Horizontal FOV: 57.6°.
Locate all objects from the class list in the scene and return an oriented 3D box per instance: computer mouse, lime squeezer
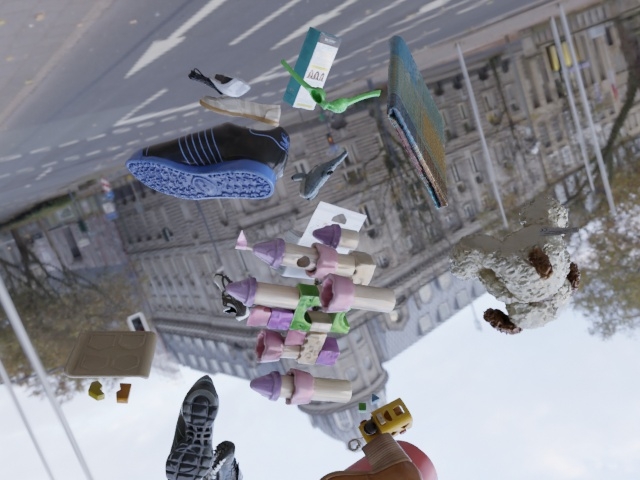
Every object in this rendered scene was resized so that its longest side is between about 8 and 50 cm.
[{"bbox_3d":[-0.250,-0.393,1.476,0.106,0.042,0.193,27,177,-42],"label":"computer mouse"},{"bbox_3d":[0.024,-0.438,1.704,0.311,0.109,0.059,15,180,-11],"label":"lime squeezer"}]

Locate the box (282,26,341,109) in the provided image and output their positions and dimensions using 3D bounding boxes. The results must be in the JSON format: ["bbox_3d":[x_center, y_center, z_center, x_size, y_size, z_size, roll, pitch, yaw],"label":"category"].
[{"bbox_3d":[-0.029,-0.544,1.857,0.101,0.244,0.060,-4,-145,-49],"label":"box"}]

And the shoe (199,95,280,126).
[{"bbox_3d":[-0.213,-0.360,1.561,0.219,0.058,0.076,13,-163,-7],"label":"shoe"}]

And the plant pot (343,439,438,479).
[{"bbox_3d":[0.182,0.685,1.570,0.275,0.274,0.243,-13,-174,34],"label":"plant pot"}]

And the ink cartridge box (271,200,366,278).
[{"bbox_3d":[0.000,0.000,1.732,0.060,0.238,0.275,32,-169,32],"label":"ink cartridge box"}]

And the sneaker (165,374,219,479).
[{"bbox_3d":[-0.281,0.431,1.318,0.101,0.267,0.106,15,-167,-12],"label":"sneaker"}]

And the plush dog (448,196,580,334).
[{"bbox_3d":[0.420,0.077,1.149,0.263,0.225,0.210,-30,-148,1],"label":"plush dog"}]

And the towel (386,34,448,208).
[{"bbox_3d":[0.212,-0.272,1.286,0.040,0.271,0.370,-20,-146,24],"label":"towel"}]

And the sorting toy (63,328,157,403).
[{"bbox_3d":[-0.602,0.358,1.666,0.229,0.041,0.307,5,-154,-10],"label":"sorting toy"}]

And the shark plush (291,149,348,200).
[{"bbox_3d":[0.011,-0.149,1.372,0.161,0.073,0.067,-32,-164,-21],"label":"shark plush"}]

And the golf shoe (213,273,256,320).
[{"bbox_3d":[-0.303,0.185,1.921,0.198,0.077,0.094,36,-109,30],"label":"golf shoe"}]

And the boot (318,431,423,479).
[{"bbox_3d":[0.106,0.573,1.219,0.283,0.220,0.109,-41,141,10],"label":"boot"}]

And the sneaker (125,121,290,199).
[{"bbox_3d":[-0.147,-0.110,0.775,0.233,0.081,0.090,7,-122,23],"label":"sneaker"}]

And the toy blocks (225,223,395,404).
[{"bbox_3d":[-0.062,0.113,1.100,0.260,0.288,0.309,9,-151,-20],"label":"toy blocks"}]

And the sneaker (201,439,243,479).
[{"bbox_3d":[-0.263,0.647,1.655,0.106,0.234,0.078,17,-145,-15],"label":"sneaker"}]

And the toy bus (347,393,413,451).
[{"bbox_3d":[0.202,0.598,1.904,0.191,0.104,0.202,12,-126,13],"label":"toy bus"}]

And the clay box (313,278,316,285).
[{"bbox_3d":[0.023,0.138,1.657,0.053,0.127,0.222,11,-172,17],"label":"clay box"}]
